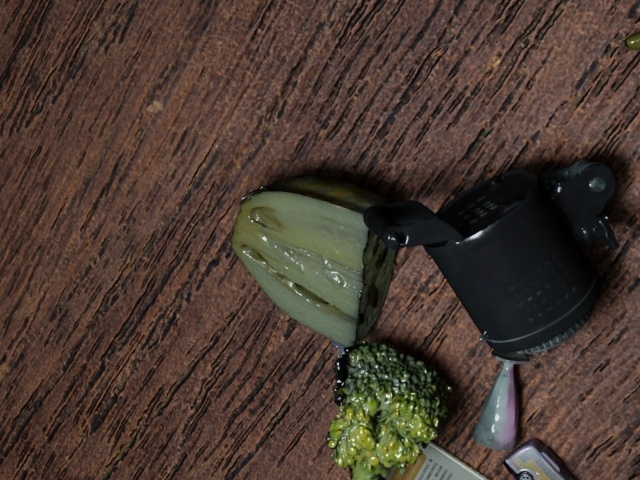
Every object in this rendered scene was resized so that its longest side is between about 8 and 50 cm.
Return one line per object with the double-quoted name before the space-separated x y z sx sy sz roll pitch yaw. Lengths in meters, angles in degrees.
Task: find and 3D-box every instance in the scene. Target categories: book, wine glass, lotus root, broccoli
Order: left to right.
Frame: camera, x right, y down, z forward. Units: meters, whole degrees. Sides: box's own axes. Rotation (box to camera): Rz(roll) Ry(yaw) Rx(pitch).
"lotus root" -0.012 0.006 2.007 0.260 0.149 0.267 22 126 23
"broccoli" 0.128 0.299 1.942 0.180 0.242 0.273 -1 103 26
"book" 0.228 0.482 2.055 0.295 0.020 0.208 33 112 15
"wine glass" 0.297 0.260 1.951 0.073 0.073 0.155 14 106 21

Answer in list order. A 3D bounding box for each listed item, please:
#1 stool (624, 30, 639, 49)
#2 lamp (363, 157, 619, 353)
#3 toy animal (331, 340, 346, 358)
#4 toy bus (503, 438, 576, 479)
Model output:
"stool" 0.517 -0.270 1.729 0.110 0.135 0.134 -21 46 29
"lamp" 0.284 0.042 1.810 0.374 0.205 0.272 -16 104 -6
"toy animal" 0.041 0.199 2.079 0.084 0.028 0.050 42 105 13
"toy bus" 0.381 0.402 1.952 0.172 0.057 0.072 47 109 8
